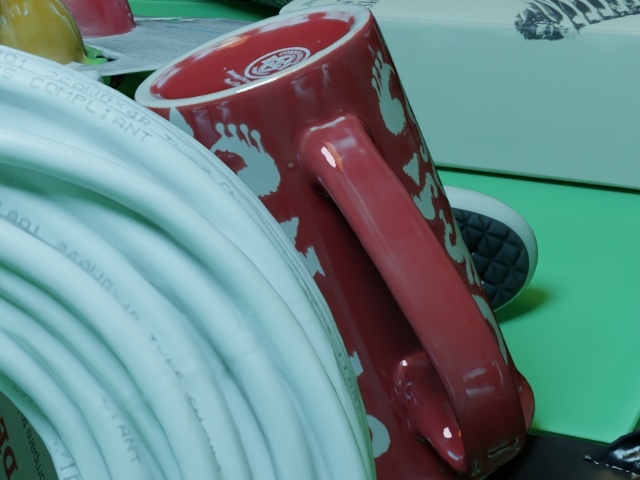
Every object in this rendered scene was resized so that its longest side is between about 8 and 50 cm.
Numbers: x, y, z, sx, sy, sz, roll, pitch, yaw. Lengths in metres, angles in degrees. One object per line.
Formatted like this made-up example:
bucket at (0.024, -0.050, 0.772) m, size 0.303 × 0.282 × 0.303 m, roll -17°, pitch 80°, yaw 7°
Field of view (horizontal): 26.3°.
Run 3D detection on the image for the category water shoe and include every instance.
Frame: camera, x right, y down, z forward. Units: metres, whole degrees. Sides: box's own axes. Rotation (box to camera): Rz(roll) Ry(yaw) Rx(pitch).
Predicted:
water shoe at (0.000, 0.000, 0.656) m, size 0.203 × 0.073 × 0.080 m, roll -5°, pitch 25°, yaw 6°

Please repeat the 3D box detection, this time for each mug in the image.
mug at (0.017, 0.005, 0.505) m, size 0.150 × 0.169 × 0.113 m, roll -2°, pitch 28°, yaw 40°

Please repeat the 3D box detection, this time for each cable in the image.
cable at (-0.110, 0.075, 0.358) m, size 0.257 × 0.257 × 0.089 m, roll -39°, pitch 1°, yaw 8°

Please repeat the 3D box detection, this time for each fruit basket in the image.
fruit basket at (-0.215, -0.113, 0.889) m, size 0.327 × 0.165 × 0.353 m, roll 14°, pitch 17°, yaw 42°

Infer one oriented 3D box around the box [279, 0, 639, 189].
box at (0.121, -0.100, 0.790) m, size 0.275 × 0.094 × 0.113 m, roll 9°, pitch 31°, yaw 29°

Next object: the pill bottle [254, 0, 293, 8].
pill bottle at (-0.027, -0.274, 1.081) m, size 0.176 × 0.176 × 0.318 m, roll -25°, pitch 32°, yaw -29°

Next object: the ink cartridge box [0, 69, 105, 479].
ink cartridge box at (-0.132, 0.044, 0.523) m, size 0.087 × 0.153 × 0.208 m, roll -4°, pitch 28°, yaw 10°

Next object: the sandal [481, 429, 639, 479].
sandal at (0.118, 0.089, 0.481) m, size 0.179 × 0.040 × 0.067 m, roll 7°, pitch 30°, yaw 28°
